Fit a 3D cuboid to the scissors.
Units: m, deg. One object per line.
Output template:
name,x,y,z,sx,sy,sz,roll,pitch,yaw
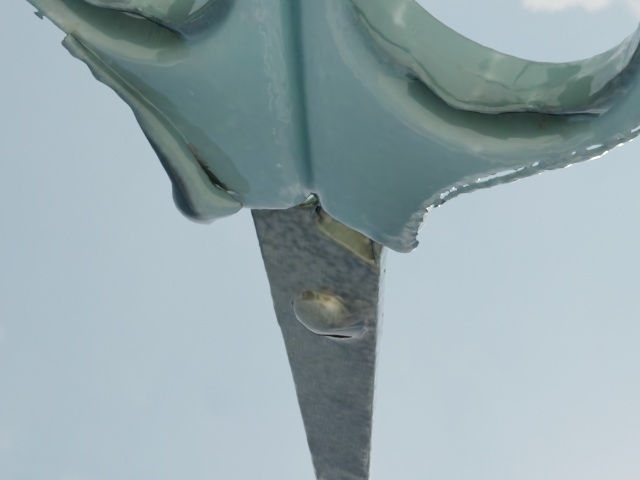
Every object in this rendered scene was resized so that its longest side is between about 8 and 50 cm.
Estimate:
scissors,-0.001,0.001,0.459,0.191,0.360,0.029,16,-127,15
